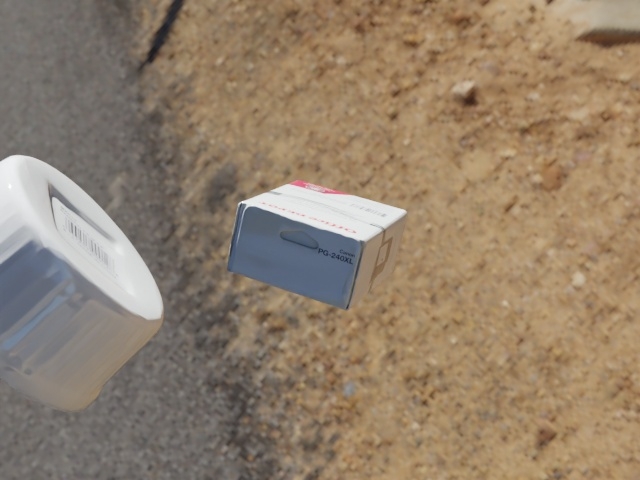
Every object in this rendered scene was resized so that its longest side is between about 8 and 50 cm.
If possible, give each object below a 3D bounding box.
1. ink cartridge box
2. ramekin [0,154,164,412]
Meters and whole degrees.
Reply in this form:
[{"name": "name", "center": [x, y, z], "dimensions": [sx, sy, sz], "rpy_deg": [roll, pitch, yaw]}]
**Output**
[{"name": "ink cartridge box", "center": [0.000, 0.000, 1.017], "dimensions": [0.150, 0.109, 0.063], "rpy_deg": [-31, -44, -69]}, {"name": "ramekin", "center": [-0.297, 0.038, 1.313], "dimensions": [0.135, 0.277, 0.277], "rpy_deg": [-40, 26, 8]}]
